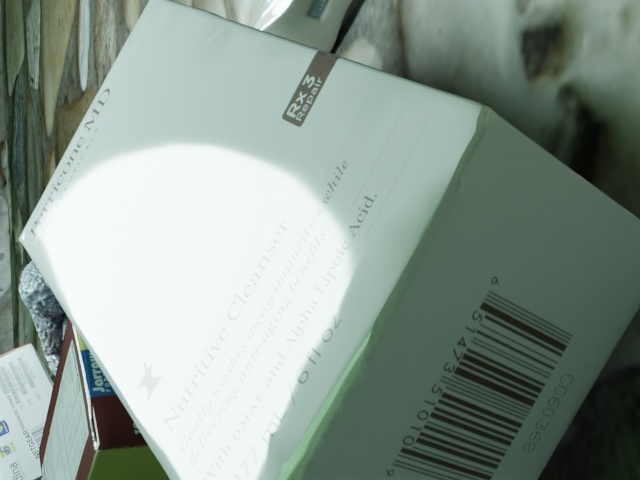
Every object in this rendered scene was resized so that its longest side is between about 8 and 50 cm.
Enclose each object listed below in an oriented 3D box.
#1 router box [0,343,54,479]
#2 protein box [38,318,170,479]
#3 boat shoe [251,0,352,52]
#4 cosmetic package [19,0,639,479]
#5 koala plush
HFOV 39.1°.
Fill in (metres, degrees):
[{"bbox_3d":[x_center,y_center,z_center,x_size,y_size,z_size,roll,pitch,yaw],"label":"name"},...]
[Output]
[{"bbox_3d":[-0.238,0.318,0.939,0.335,0.082,0.301,53,160,29],"label":"router box"},{"bbox_3d":[-0.119,0.168,0.765,0.201,0.200,0.136,-65,35,39],"label":"protein box"},{"bbox_3d":[-0.014,-0.196,0.712,0.184,0.066,0.063,122,153,-50],"label":"boat shoe"},{"bbox_3d":[-0.026,0.002,0.535,0.385,0.156,0.217,31,93,53],"label":"cosmetic package"},{"bbox_3d":[-0.191,0.113,0.947,0.221,0.196,0.203,13,114,62],"label":"koala plush"}]
